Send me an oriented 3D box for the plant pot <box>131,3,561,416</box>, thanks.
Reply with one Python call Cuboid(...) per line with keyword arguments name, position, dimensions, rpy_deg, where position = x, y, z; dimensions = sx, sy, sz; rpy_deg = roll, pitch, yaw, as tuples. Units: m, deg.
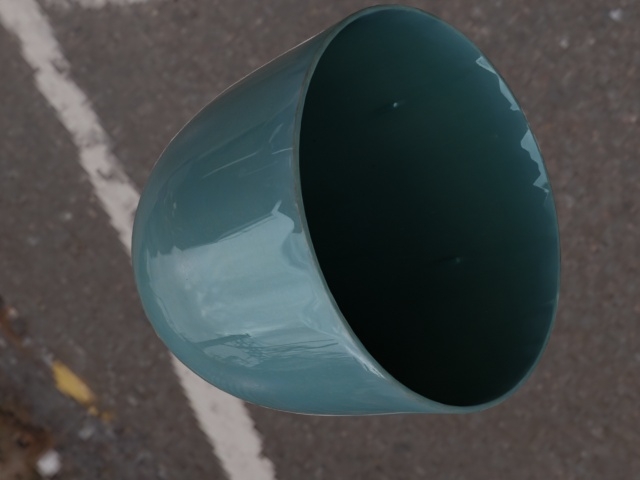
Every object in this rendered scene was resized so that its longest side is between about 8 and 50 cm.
Cuboid(name="plant pot", position=(0.000, 0.000, 1.155), dimensions=(0.235, 0.293, 0.293), rpy_deg=(-17, 117, 41))
